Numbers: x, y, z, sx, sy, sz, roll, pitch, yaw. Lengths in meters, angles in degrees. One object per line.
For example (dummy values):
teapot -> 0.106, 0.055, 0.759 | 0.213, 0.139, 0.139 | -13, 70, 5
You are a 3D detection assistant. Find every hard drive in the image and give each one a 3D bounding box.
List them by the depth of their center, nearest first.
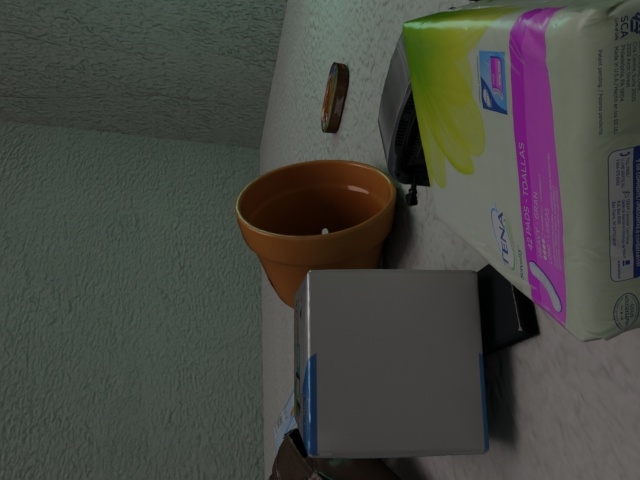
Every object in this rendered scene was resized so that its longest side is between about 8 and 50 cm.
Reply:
hard drive -> 0.197, 0.080, 0.605 | 0.135, 0.022, 0.094 | 119, 152, -62

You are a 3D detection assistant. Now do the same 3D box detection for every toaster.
toaster -> 0.148, -0.172, 0.668 | 0.146, 0.129, 0.227 | -95, 14, -49

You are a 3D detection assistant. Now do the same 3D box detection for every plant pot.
plant pot -> 0.000, 0.000, 0.977 | 0.291, 0.290, 0.204 | -108, 9, -58

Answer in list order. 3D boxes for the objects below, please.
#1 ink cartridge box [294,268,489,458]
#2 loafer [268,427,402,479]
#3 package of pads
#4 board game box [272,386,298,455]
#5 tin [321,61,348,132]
ink cartridge box -> 0.068, 0.153, 0.681 | 0.270, 0.197, 0.198 | 117, 153, -77
loafer -> 0.031, 0.361, 0.792 | 0.366, 0.133, 0.130 | -12, 69, 50
package of pads -> 0.175, -0.080, 0.438 | 0.296, 0.101, 0.229 | -115, 9, -65
board game box -> 0.004, 0.389, 1.063 | 0.319, 0.065, 0.318 | -64, 20, 18
tin -> 0.037, -0.379, 1.389 | 0.106, 0.040, 0.190 | -98, 17, -54
